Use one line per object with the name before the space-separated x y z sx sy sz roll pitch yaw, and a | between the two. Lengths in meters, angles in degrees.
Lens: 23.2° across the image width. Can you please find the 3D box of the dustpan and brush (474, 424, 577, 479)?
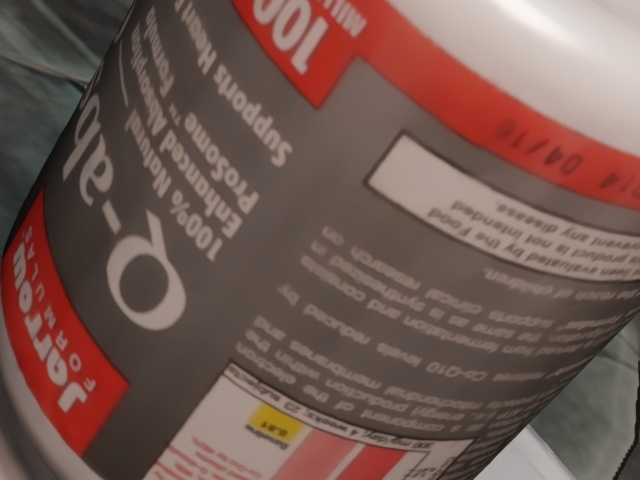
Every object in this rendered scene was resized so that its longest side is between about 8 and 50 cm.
dustpan and brush | 0.057 0.159 0.729 0.147 0.060 0.211 49 32 -4

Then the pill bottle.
pill bottle | 0.000 0.000 0.591 0.210 0.363 0.210 21 40 -19
